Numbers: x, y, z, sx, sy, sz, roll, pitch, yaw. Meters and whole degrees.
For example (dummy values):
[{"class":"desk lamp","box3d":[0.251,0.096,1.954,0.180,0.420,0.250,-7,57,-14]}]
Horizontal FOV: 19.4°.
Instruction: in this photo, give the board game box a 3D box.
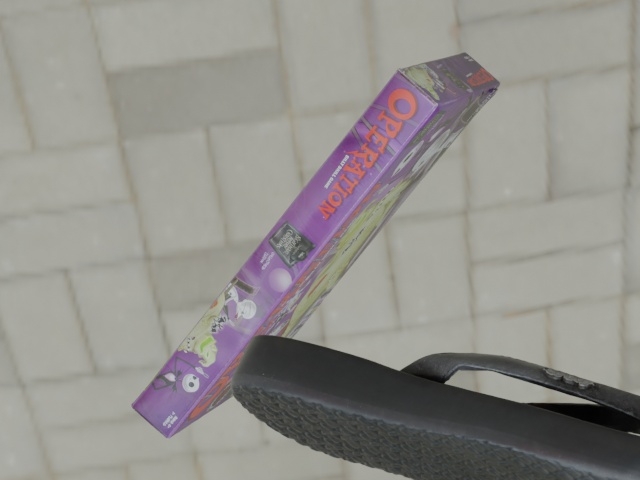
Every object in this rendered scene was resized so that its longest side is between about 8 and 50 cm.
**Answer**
[{"class":"board game box","box3d":[0.000,0.000,1.497,0.056,0.208,0.347,43,110,12]}]

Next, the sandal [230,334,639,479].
[{"class":"sandal","box3d":[0.074,0.072,0.760,0.254,0.054,0.097,15,157,33]}]
